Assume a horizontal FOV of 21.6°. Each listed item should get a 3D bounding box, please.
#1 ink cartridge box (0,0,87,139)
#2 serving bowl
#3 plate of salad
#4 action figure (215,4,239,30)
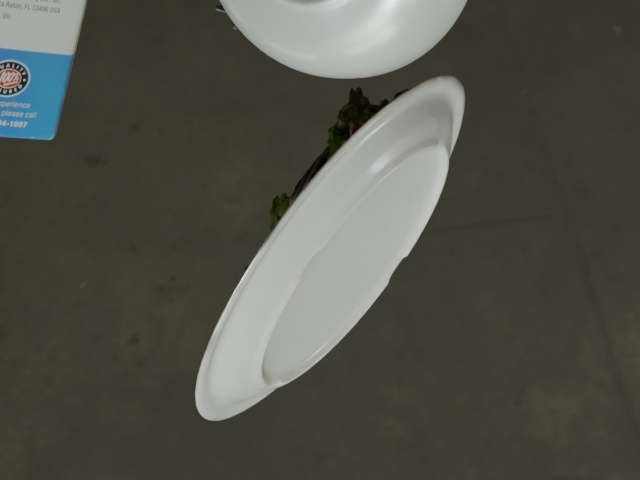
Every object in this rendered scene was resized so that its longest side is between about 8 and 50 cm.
[{"bbox_3d":[-0.171,-0.148,0.732,0.139,0.082,0.191,2,110,-41],"label":"ink cartridge box"},{"bbox_3d":[0.001,-0.084,0.464,0.083,0.083,0.027,56,28,2],"label":"serving bowl"},{"bbox_3d":[0.000,0.000,0.799,0.048,0.200,0.200,37,45,17],"label":"plate of salad"},{"bbox_3d":[0.011,-0.216,1.000,0.141,0.275,0.164,-23,88,-39],"label":"action figure"}]
